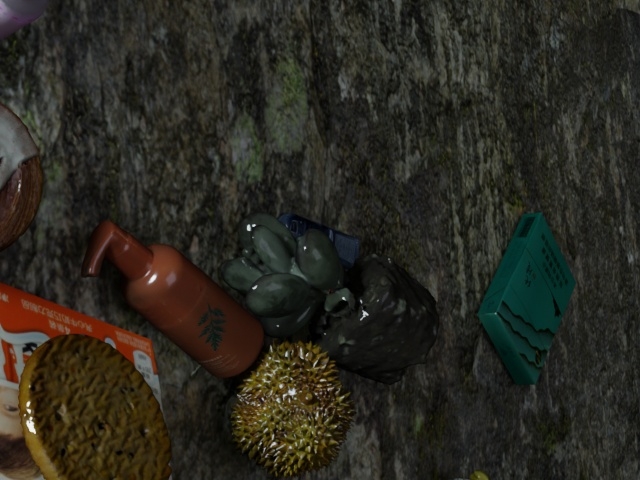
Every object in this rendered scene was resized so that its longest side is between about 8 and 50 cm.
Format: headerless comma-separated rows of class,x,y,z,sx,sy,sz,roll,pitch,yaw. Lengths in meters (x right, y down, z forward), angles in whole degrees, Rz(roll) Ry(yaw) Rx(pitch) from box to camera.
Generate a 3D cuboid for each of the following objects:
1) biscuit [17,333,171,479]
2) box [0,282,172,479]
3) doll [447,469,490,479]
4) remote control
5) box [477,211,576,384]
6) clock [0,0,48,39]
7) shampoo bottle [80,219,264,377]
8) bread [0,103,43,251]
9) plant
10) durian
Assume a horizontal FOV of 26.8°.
biscuit,-0.209,0.174,1.247,0.188,0.027,0.188,41,34,-35
box,-0.246,0.178,1.262,0.273,0.048,0.265,28,41,-49
doll,0.169,0.383,1.837,0.207,0.081,0.129,-23,137,-47
remote control,-0.001,0.000,1.701,0.152,0.027,0.043,22,65,-52
box,0.326,0.090,2.104,0.161,0.042,0.226,58,45,-30
clock,-0.340,-0.348,1.163,0.295,0.113,0.322,49,32,-35
shampoo bottle,-0.159,0.059,1.443,0.244,0.085,0.085,43,54,-41
bread,-0.334,-0.058,1.233,0.160,0.073,0.160,9,79,-48
plant,0.007,0.066,1.616,0.274,0.149,0.146,27,21,-30
durian,-0.034,0.191,1.533,0.137,0.168,0.158,17,65,-16
